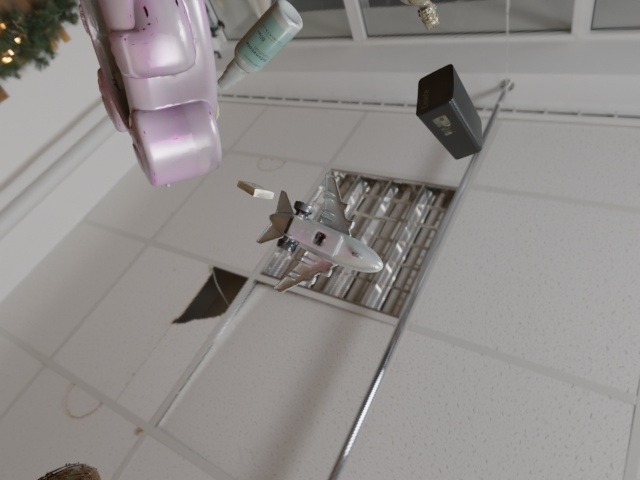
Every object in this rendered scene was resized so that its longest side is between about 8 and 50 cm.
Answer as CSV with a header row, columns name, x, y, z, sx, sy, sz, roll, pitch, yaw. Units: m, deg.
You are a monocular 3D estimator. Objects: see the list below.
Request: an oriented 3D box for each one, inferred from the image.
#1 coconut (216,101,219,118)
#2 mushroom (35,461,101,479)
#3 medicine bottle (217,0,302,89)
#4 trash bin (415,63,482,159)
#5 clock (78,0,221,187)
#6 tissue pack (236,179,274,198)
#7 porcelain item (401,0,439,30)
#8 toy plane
name,x,y,z,sx,sy,sz,roll,pitch,yaw
coconut,-0.381,-0.366,1.169,0.235,0.205,0.236,-9,-133,10
mushroom,-0.262,0.280,0.431,0.109,0.085,0.126,-6,-143,1
medicine bottle,-0.212,-0.609,1.448,0.351,0.110,0.110,-31,-141,35
trash bin,0.391,-0.373,1.344,0.115,0.225,0.165,-16,-131,36
clock,-0.226,-0.261,0.565,0.113,0.322,0.295,-20,-140,-24
tissue pack,-0.165,-0.128,1.131,0.108,0.056,0.023,30,-71,51
porcelain item,0.181,-0.493,0.867,0.084,0.213,0.054,-20,-127,24
toy plane,-0.002,-0.001,0.844,0.255,0.101,0.251,24,-91,24
